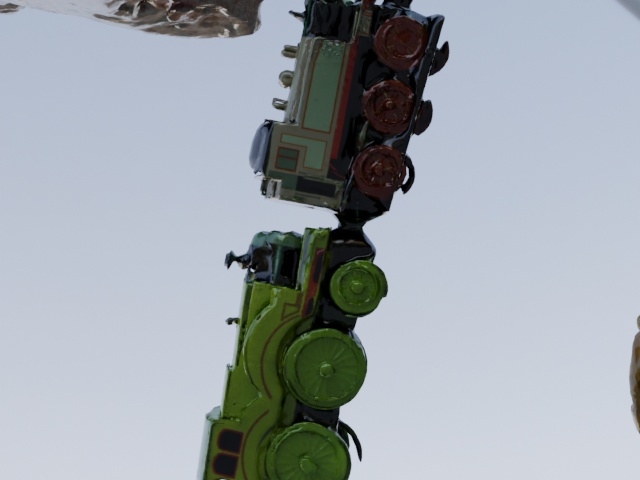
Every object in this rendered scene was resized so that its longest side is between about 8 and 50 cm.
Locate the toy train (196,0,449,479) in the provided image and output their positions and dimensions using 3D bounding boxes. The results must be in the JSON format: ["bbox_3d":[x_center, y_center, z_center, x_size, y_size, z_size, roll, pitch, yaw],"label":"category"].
[{"bbox_3d":[0.000,0.000,0.684,0.085,0.053,0.249,12,-89,-1],"label":"toy train"}]

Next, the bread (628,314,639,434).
[{"bbox_3d":[0.377,0.086,0.820,0.389,0.236,0.183,0,-10,21],"label":"bread"}]

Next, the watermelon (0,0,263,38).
[{"bbox_3d":[-0.142,-0.209,0.797,0.310,0.193,0.231,-49,-40,-39],"label":"watermelon"}]
